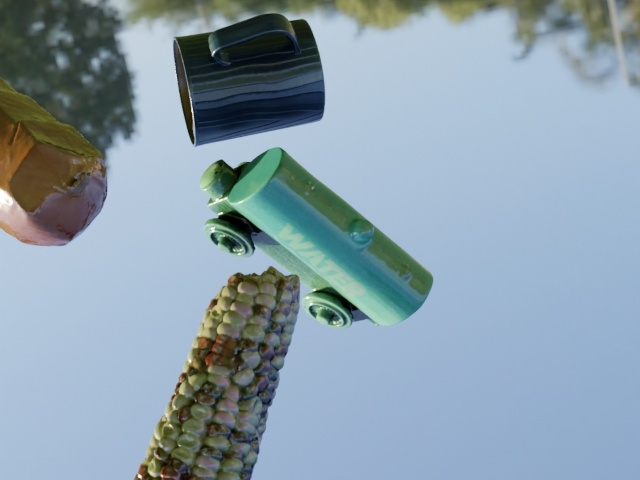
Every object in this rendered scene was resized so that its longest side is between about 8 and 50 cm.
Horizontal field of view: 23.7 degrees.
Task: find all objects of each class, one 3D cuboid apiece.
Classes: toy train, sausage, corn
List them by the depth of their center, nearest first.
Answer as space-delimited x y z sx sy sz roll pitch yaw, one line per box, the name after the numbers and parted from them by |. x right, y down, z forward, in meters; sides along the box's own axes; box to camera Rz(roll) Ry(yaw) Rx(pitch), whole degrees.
-0.161 -0.045 0.774 0.065 0.065 0.169 -23 -141 -33 | sausage
-0.089 0.150 1.182 0.092 0.280 0.092 18 174 2 | corn
0.000 0.000 1.495 0.159 0.248 0.101 -13 -137 55 | toy train

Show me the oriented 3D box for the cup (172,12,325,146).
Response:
-0.069 -0.163 1.543 0.138 0.113 0.150 -11 -176 -9 | cup
